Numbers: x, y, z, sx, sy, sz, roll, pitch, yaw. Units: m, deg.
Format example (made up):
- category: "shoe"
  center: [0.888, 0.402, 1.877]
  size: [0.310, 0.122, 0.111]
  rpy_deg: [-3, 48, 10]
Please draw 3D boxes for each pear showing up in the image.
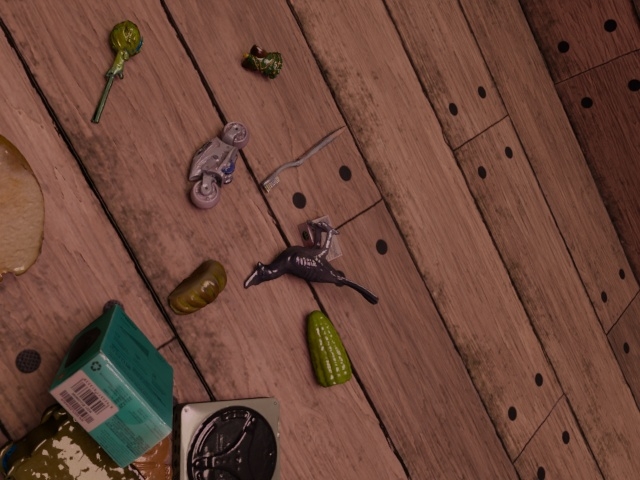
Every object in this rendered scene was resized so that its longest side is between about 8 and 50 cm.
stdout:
- category: "pear"
  center: [-0.687, -0.081, 1.095]
  size: [0.340, 0.191, 0.386]
  rpy_deg: [-34, 140, -17]

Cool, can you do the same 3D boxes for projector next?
- category: "projector"
  center: [-0.209, 0.501, 1.451]
  size: [0.259, 0.079, 0.257]
  rpy_deg: [5, 78, -35]

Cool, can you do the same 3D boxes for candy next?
- category: "candy"
  center: [0.015, 0.285, 1.663]
  size: [0.097, 0.097, 0.209]
  rpy_deg: [-17, 88, -38]
- category: "candy"
  center: [-0.477, -0.389, 1.455]
  size: [0.077, 0.073, 0.262]
  rpy_deg: [37, 64, -57]

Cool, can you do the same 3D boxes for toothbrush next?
- category: "toothbrush"
  center: [-0.038, -0.242, 1.774]
  size: [0.375, 0.028, 0.037]
  rpy_deg: [-42, 112, -35]

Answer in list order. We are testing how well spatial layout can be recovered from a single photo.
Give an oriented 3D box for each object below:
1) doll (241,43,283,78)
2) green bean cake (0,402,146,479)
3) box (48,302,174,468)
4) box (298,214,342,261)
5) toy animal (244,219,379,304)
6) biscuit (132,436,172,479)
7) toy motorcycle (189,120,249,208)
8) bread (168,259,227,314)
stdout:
- category: "doll"
  center: [-0.155, -0.477, 1.698]
  size: [0.113, 0.078, 0.076]
  rpy_deg: [-9, 61, -46]
- category: "green bean cake"
  center: [-0.494, 0.488, 1.178]
  size: [0.285, 0.202, 0.310]
  rpy_deg: [-38, 103, -24]
- category: "box"
  center: [-0.391, 0.269, 1.219]
  size: [0.118, 0.311, 0.205]
  rpy_deg: [-35, 106, -4]
- category: "box"
  center: [0.000, 0.000, 1.741]
  size: [0.089, 0.043, 0.125]
  rpy_deg: [-20, 93, -39]
- category: "toy animal"
  center: [-0.010, 0.049, 1.661]
  size: [0.367, 0.081, 0.206]
  rpy_deg: [9, 85, -17]
- category: "biscuit"
  center: [-0.379, 0.487, 1.359]
  size: [0.133, 0.027, 0.184]
  rpy_deg: [27, 65, -29]
- category: "toy motorcycle"
  center: [-0.261, -0.195, 1.561]
  size: [0.112, 0.112, 0.254]
  rpy_deg: [34, 63, -27]
- category: "bread"
  center: [-0.274, 0.108, 1.481]
  size: [0.083, 0.094, 0.157]
  rpy_deg: [50, 47, -13]
